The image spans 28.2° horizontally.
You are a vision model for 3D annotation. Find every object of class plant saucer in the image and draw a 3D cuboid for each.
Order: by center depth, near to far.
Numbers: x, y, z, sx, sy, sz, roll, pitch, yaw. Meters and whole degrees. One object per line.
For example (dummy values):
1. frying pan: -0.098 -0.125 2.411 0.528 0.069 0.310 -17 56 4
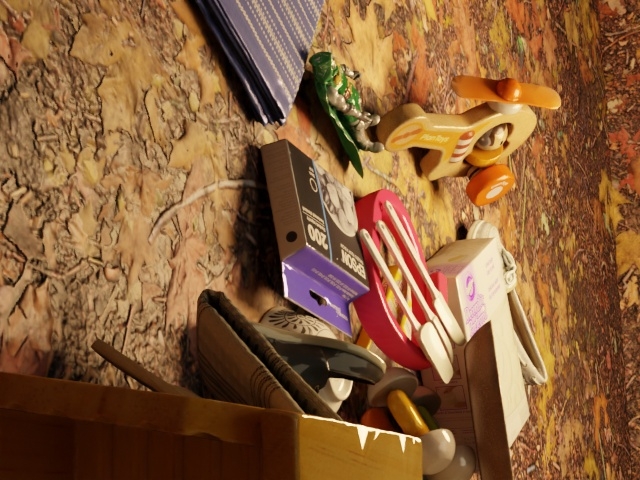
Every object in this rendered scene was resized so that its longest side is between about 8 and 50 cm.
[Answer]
1. plant saucer: 0.248 0.272 1.848 0.310 0.050 0.311 -9 90 -83

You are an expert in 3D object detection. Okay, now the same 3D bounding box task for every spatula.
1. spatula: 0.133 0.068 1.770 0.242 0.019 0.168 61 27 -9

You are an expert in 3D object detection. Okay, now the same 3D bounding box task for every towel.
1. towel: -0.041 0.247 1.218 0.056 0.324 0.312 -15 121 -25
2. towel: -0.073 -0.333 1.624 0.243 0.040 0.336 60 31 -38

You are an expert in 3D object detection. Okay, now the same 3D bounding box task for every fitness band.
1. fitness band: 0.109 0.056 1.818 0.209 0.054 0.291 48 30 -33

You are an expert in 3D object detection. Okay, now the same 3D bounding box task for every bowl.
1. bowl: -0.011 0.161 1.565 0.170 0.080 0.170 -8 90 -65

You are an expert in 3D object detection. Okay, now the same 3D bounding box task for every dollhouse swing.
1. dollhouse swing: -0.130 0.273 0.982 0.315 0.347 0.305 25 72 -61

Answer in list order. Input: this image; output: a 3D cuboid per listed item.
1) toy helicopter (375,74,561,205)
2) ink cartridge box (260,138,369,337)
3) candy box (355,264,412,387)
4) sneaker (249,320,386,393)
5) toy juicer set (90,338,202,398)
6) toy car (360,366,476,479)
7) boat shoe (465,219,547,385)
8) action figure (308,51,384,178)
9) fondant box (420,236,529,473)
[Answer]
1. toy helicopter: 0.228 -0.180 2.031 0.355 0.235 0.140 0 54 -48
2. ink cartridge box: 0.000 0.000 1.627 0.206 0.045 0.208 35 41 -59
3. candy box: 0.100 0.136 1.873 0.105 0.027 0.206 66 30 -27
4. sneaker: -0.032 0.167 1.452 0.222 0.083 0.118 14 76 -24
5. toy juicer set: -0.118 0.259 1.165 0.089 0.209 0.329 -31 113 -37
6. toy car: 0.116 0.277 1.751 0.182 0.136 0.159 41 13 -52
7. boat shoe: 0.329 0.114 2.280 0.118 0.103 0.320 -35 115 -63
8. action figure: 0.033 -0.195 1.753 0.232 0.063 0.137 49 29 -62
9. fondant box: 0.245 0.186 2.093 0.238 0.096 0.330 -36 115 -62
